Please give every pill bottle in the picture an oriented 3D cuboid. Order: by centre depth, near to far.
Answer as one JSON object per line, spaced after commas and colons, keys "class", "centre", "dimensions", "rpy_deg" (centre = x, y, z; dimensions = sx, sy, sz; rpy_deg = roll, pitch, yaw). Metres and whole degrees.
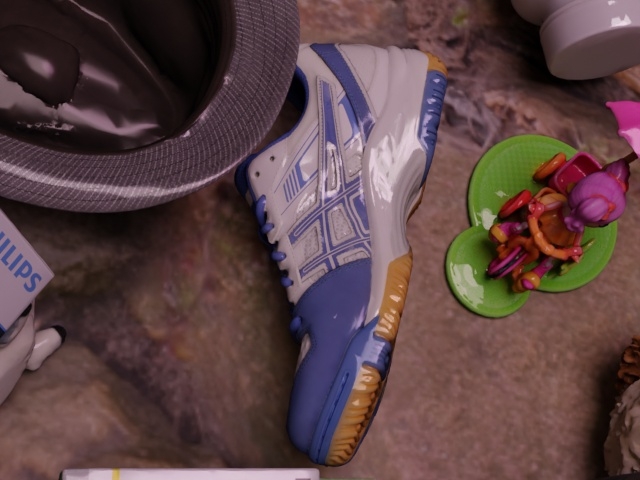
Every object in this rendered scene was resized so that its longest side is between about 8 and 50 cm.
{"class": "pill bottle", "centre": [0.203, -0.248, 0.767], "dimensions": [0.124, 0.124, 0.222], "rpy_deg": [-3, 74, -19]}

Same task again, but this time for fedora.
{"class": "fedora", "centre": [-0.162, -0.120, 0.607], "dimensions": [0.275, 0.124, 0.244], "rpy_deg": [16, 68, -12]}

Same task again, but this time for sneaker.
{"class": "sneaker", "centre": [0.000, 0.000, 0.647], "dimensions": [0.130, 0.112, 0.297], "rpy_deg": [11, 66, 2]}

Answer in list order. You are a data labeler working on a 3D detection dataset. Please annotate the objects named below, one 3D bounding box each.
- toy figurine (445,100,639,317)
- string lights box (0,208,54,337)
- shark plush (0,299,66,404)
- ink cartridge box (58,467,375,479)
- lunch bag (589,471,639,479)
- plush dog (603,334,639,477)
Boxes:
{"class": "toy figurine", "centre": [0.181, -0.031, 0.670], "dimensions": [0.173, 0.159, 0.130], "rpy_deg": [-42, 89, -24]}
{"class": "string lights box", "centre": [-0.280, 0.075, 0.498], "dimensions": [0.133, 0.077, 0.260], "rpy_deg": [19, 61, 33]}
{"class": "shark plush", "centre": [-0.221, 0.083, 0.580], "dimensions": [0.067, 0.073, 0.161], "rpy_deg": [29, 86, 14]}
{"class": "ink cartridge box", "centre": [-0.054, 0.194, 0.575], "dimensions": [0.209, 0.062, 0.109], "rpy_deg": [5, 71, -17]}
{"class": "lunch bag", "centre": [0.191, 0.275, 0.502], "dimensions": [0.212, 0.305, 0.256], "rpy_deg": [-31, 81, -21]}
{"class": "plush dog", "centre": [0.288, 0.154, 0.616], "dimensions": [0.210, 0.225, 0.263], "rpy_deg": [6, 78, -41]}
